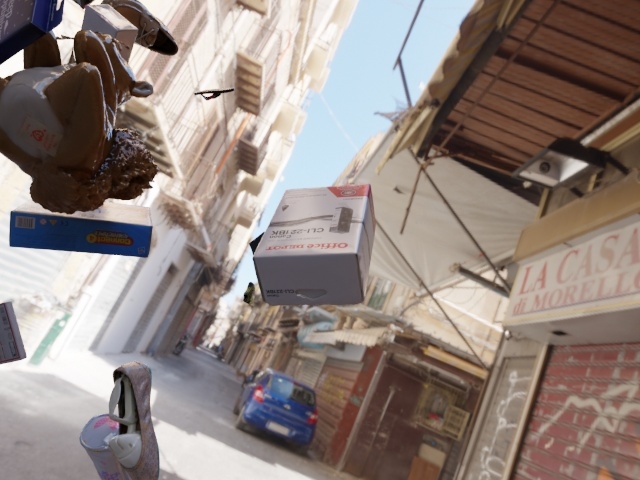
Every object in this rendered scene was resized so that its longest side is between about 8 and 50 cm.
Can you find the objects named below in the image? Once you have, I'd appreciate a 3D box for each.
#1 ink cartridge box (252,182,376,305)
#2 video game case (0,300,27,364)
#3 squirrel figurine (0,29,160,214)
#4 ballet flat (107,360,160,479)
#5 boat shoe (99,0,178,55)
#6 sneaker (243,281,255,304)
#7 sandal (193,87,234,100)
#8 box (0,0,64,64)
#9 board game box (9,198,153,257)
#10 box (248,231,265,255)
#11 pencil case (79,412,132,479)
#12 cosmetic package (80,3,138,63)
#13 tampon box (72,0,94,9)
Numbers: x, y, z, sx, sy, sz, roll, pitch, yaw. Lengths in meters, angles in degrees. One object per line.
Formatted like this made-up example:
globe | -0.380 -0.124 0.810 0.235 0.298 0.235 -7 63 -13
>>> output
ink cartridge box | 0.000 0.000 0.959 0.196 0.273 0.114 -3 -57 13
video game case | -1.148 0.334 1.642 0.284 0.204 0.025 -14 2 17
squirrel figurine | -0.521 -0.269 1.059 0.280 0.371 0.398 -2 -57 3
ballet flat | -0.477 0.461 1.188 0.107 0.316 0.106 -26 -26 22
boat shoe | -0.588 -0.706 1.584 0.110 0.121 0.341 48 17 6
sneaker | -0.254 0.184 1.693 0.031 0.084 0.035 -17 -29 36
sandal | -0.423 -0.576 1.887 0.179 0.067 0.040 1 -62 16
box | -0.563 -0.413 0.890 0.225 0.137 0.036 -17 -25 22
board game box | -0.614 -0.044 1.268 0.307 0.086 0.302 6 10 -21
box | -0.106 0.066 1.719 0.261 0.185 0.103 -3 -27 -47
pencil case | -0.585 0.615 1.350 0.124 0.113 0.273 36 -41 45
cosmetic package | -0.600 -0.514 1.321 0.117 0.085 0.231 40 -55 3
tampon box | -0.730 -0.798 1.409 0.161 0.120 0.101 40 -21 -7
